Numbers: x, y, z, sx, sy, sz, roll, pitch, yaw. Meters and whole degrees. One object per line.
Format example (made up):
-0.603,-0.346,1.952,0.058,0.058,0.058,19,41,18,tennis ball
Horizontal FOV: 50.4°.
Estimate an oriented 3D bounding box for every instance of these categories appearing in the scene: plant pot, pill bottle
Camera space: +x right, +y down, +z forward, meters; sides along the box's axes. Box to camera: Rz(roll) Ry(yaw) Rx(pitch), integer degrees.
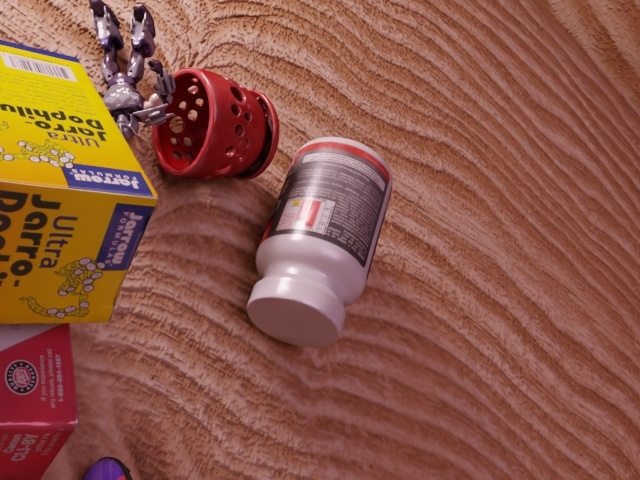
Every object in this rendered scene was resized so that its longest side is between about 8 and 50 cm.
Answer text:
-0.181,-0.202,1.224,0.174,0.191,0.191,0,72,-45,plant pot
0.000,0.000,1.275,0.210,0.210,0.363,35,53,-24,pill bottle

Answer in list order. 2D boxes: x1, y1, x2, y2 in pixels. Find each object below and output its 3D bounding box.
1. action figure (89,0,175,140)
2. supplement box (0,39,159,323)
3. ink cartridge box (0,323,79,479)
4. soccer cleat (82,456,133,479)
-0.342,-0.282,1.165,0.185,0.099,0.285,-6,61,-6,action figure
-0.373,-0.086,0.842,0.195,0.194,0.356,4,35,-40,supplement box
-0.506,0.129,0.787,0.385,0.160,0.279,9,47,-36,ink cartridge box
-0.316,0.448,0.890,0.116,0.108,0.318,28,58,-50,soccer cleat
